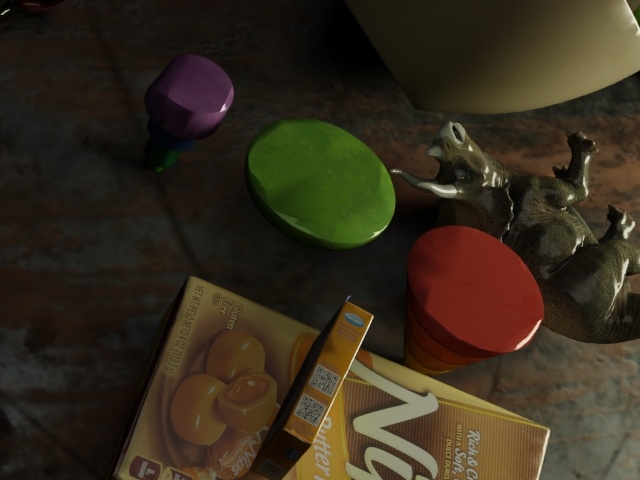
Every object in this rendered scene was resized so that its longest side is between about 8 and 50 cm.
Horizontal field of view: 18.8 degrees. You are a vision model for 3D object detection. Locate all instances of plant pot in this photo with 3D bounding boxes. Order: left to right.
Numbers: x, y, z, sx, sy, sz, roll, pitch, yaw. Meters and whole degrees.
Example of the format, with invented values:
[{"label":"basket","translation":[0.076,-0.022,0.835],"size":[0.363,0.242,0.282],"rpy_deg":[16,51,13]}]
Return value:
[{"label":"plant pot","translation":[0.125,-0.219,1.659],"size":[0.191,0.284,0.284],"rpy_deg":[-33,78,5]}]

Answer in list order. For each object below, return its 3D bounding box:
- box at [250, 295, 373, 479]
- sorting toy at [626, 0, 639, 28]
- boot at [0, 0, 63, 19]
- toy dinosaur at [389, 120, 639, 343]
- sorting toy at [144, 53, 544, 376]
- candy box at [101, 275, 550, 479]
[{"label":"box","translation":[-0.003,0.106,1.424],"size":[0.028,0.081,0.136],"rpy_deg":[31,57,-3]},{"label":"sorting toy","translation":[0.382,-0.207,1.862],"size":[0.208,0.038,0.193],"rpy_deg":[42,57,2]},{"label":"boot","translation":[-0.248,-0.292,1.632],"size":[0.176,0.088,0.244],"rpy_deg":[40,66,1]},{"label":"toy dinosaur","translation":[0.209,0.015,1.657],"size":[0.160,0.121,0.313],"rpy_deg":[-43,90,-20]},{"label":"sorting toy","translation":[0.000,0.000,1.568],"size":[0.365,0.126,0.127],"rpy_deg":[35,45,3]},{"label":"candy box","translation":[0.004,0.176,1.492],"size":[0.316,0.087,0.183],"rpy_deg":[23,59,-8]}]
